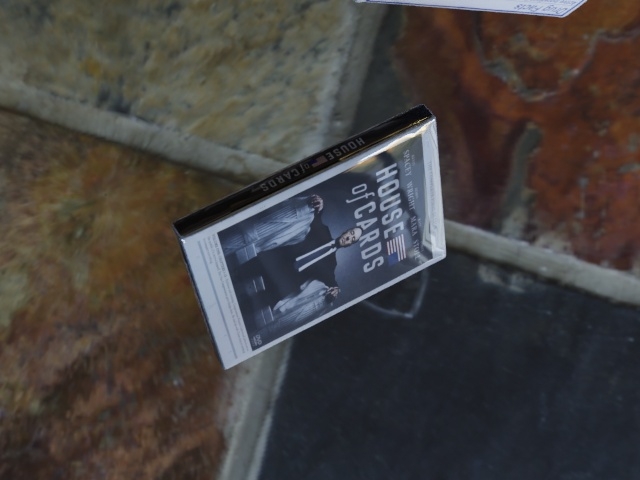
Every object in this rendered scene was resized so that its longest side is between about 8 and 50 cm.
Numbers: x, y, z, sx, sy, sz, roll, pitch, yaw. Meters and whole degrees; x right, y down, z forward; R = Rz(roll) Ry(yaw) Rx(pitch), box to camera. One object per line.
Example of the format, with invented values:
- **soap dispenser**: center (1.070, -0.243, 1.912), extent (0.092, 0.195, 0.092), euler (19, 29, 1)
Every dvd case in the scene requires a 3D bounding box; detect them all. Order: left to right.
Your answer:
- **dvd case**: center (0.000, 0.000, 0.955), extent (0.238, 0.029, 0.179), euler (-26, 138, -13)

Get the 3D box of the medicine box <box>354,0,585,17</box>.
- **medicine box**: center (0.187, -0.335, 0.959), extent (0.263, 0.289, 0.149), euler (-3, 70, -32)
